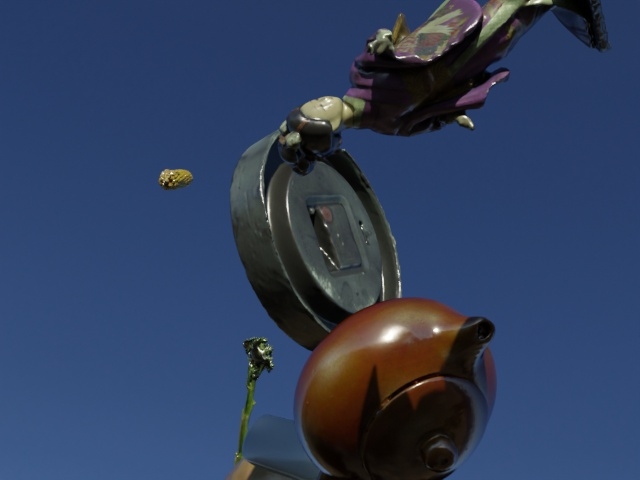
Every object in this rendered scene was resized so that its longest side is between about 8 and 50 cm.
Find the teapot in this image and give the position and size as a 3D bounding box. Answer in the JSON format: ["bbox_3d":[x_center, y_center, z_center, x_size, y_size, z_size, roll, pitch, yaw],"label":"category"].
[{"bbox_3d":[0.060,0.157,0.788,0.178,0.135,0.252,21,-74,-29],"label":"teapot"}]

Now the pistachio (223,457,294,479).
[{"bbox_3d":[-0.063,0.377,1.475,0.212,0.260,0.163,-4,-70,4],"label":"pistachio"}]

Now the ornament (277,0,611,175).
[{"bbox_3d":[0.061,-0.107,0.553,0.203,0.088,0.081,-30,-37,-2],"label":"ornament"}]

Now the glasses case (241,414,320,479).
[{"bbox_3d":[-0.037,0.265,1.217,0.045,0.067,0.178,38,-22,-33],"label":"glasses case"}]

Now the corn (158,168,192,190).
[{"bbox_3d":[-0.187,-0.080,1.238,0.027,0.083,0.028,10,-81,10],"label":"corn"}]

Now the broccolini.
[{"bbox_3d":[-0.129,0.313,1.860,0.057,0.255,0.071,6,-2,-15],"label":"broccolini"}]

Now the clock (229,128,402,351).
[{"bbox_3d":[0.000,0.000,1.125,0.055,0.281,0.281,-22,-58,30],"label":"clock"}]
